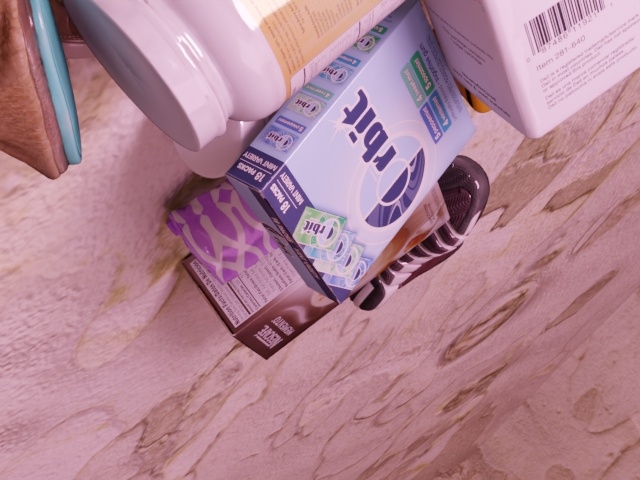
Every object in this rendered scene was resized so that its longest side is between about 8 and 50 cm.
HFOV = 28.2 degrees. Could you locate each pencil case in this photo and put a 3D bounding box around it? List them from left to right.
[{"bbox_3d":[-0.036,-0.050,1.127,0.206,0.088,0.086,-36,142,-4],"label":"pencil case"}]

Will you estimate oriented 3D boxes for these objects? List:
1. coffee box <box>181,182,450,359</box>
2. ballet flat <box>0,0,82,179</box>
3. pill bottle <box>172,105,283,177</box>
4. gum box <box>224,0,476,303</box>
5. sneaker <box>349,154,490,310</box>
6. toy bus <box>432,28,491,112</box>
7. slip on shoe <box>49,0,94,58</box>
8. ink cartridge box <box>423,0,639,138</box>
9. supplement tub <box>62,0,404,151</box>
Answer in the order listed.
[{"bbox_3d":[0.000,0.000,1.282,0.246,0.098,0.141,-38,161,0],"label":"coffee box"},{"bbox_3d":[-0.193,-0.139,0.637,0.124,0.116,0.342,-11,154,-12],"label":"ballet flat"},{"bbox_3d":[-0.024,-0.103,0.990,0.180,0.108,0.108,-18,153,-45],"label":"pill bottle"},{"bbox_3d":[0.029,-0.068,0.950,0.184,0.041,0.157,-52,143,-14],"label":"gum box"},{"bbox_3d":[0.134,-0.033,1.466,0.163,0.106,0.281,-28,170,-39],"label":"sneaker"},{"bbox_3d":[0.227,-0.255,1.047,0.333,0.130,0.108,-37,162,0],"label":"toy bus"},{"bbox_3d":[-0.120,-0.148,0.818,0.135,0.051,0.041,-11,137,-41],"label":"slip on shoe"},{"bbox_3d":[0.156,-0.238,0.833,0.201,0.117,0.278,-35,135,-6],"label":"ink cartridge box"},{"bbox_3d":[-0.037,-0.161,0.747,0.200,0.144,0.144,-41,162,-12],"label":"supplement tub"}]
